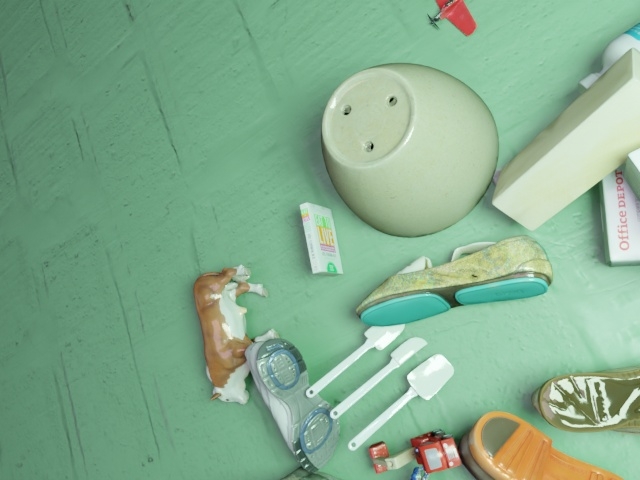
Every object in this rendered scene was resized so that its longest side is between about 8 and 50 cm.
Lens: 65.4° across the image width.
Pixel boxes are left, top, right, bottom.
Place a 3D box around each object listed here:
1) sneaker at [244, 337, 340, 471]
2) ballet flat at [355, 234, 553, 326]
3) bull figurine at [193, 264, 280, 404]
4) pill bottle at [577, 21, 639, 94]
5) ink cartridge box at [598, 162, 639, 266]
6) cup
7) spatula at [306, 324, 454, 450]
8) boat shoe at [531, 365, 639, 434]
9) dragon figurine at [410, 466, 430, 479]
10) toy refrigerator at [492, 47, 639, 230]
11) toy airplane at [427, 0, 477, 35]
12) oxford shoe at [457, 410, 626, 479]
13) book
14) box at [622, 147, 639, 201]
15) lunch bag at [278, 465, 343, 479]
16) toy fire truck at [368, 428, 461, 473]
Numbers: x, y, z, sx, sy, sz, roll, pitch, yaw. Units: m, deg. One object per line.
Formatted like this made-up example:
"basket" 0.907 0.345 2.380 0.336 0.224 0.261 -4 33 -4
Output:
"sneaker" -0.056 0.319 0.994 0.129 0.111 0.297 -3 110 60
"ballet flat" 0.227 0.071 0.897 0.348 0.123 0.123 -17 75 27
"bull figurine" -0.194 0.207 1.111 0.188 0.101 0.310 -23 79 18
"pill bottle" 0.534 -0.277 0.741 0.264 0.146 0.146 -32 69 22
"ink cartridge box" 0.540 -0.047 0.737 0.219 0.092 0.160 -6 80 28
"cup" 0.130 -0.182 0.903 0.331 0.237 0.331 -4 82 29
"spatula" 0.108 0.259 0.926 0.242 0.019 0.168 -38 70 -11
"boat shoe" 0.475 0.236 0.738 0.302 0.098 0.109 -5 75 10
"dragon figurine" 0.213 0.531 0.844 0.144 0.085 0.289 -5 91 29
"toy refrigerator" 0.389 -0.137 0.748 0.094 0.102 0.269 34 139 -3
"toy airplane" 0.279 -0.477 0.977 0.151 0.028 0.151 -5 80 29
"oxford shoe" 0.381 0.412 0.771 0.363 0.130 0.133 38 145 17
"book" 0.000 0.000 1.030 0.035 0.096 0.144 -18 75 26
"box" 0.521 -0.066 0.628 0.181 0.119 0.182 -29 70 22
"lunch bag" 0.021 0.535 0.868 0.287 0.235 0.169 8 89 29
"toy fire truck" 0.159 0.373 0.870 0.135 0.192 0.047 -16 74 -3
